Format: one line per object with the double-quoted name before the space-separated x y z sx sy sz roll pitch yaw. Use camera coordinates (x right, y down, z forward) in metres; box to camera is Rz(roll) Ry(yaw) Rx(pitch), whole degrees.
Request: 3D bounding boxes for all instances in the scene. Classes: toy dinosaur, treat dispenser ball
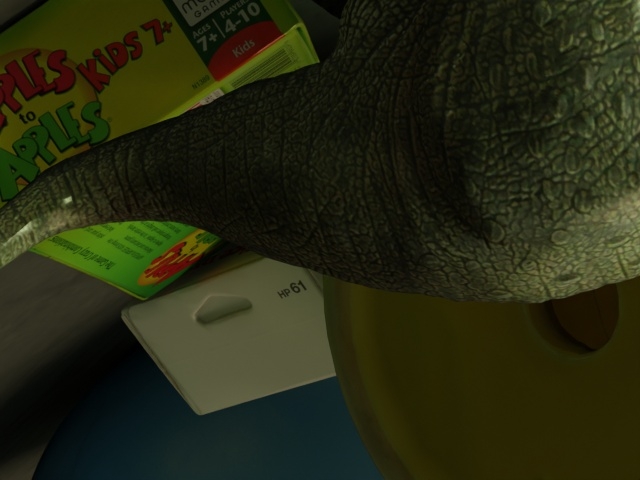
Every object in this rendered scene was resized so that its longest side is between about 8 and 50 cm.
"toy dinosaur" 0.063 -0.062 0.404 0.313 0.160 0.121 -33 171 -14
"treat dispenser ball" -0.010 0.172 0.955 0.288 0.288 0.288 -33 171 -6

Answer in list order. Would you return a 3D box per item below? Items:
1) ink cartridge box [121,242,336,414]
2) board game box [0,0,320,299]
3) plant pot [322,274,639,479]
"ink cartridge box" 0.000 0.000 0.675 0.088 0.052 0.122 -20 -160 42
"board game box" -0.043 -0.033 0.549 0.092 0.043 0.181 -34 171 2
"plant pot" 0.140 0.005 0.593 0.239 0.254 0.254 -10 156 -47
